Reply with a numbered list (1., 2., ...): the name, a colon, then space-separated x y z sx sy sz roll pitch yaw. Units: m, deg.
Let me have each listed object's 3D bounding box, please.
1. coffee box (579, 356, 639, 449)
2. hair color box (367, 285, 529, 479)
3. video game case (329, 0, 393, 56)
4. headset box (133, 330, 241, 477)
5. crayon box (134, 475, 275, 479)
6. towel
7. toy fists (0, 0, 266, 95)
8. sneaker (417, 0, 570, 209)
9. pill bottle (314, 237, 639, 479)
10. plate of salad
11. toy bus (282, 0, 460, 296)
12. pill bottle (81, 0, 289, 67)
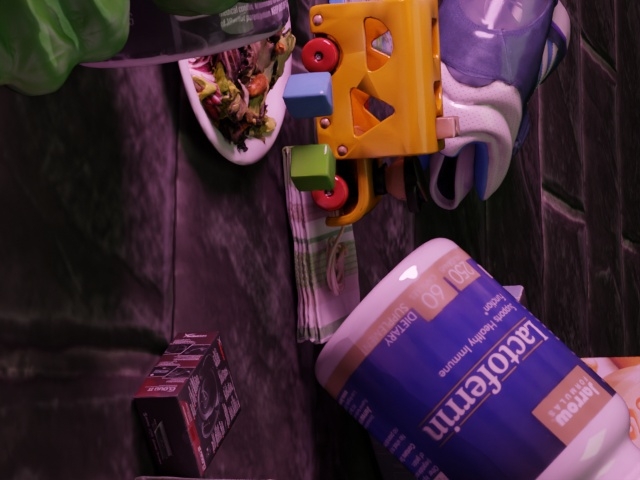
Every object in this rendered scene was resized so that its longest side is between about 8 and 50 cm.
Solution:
1. coffee box: 0.300 0.177 1.393 0.098 0.247 0.141 64 30 -45
2. hair color box: 0.153 0.246 1.503 0.185 0.114 0.374 -65 146 -51
3. video game case: 0.042 -0.223 1.417 0.166 0.015 0.119 6 81 -68
4. headset box: -0.083 0.104 1.025 0.083 0.032 0.062 -58 139 -55
5. crayon box: -0.009 0.327 1.085 0.363 0.106 0.313 30 60 -65
6. towel: 0.000 0.000 1.278 0.113 0.023 0.152 -14 98 -71
7. toy fists: -0.105 -0.157 0.779 0.279 0.096 0.142 -27 101 -28
8. sneaker: 0.147 -0.139 1.575 0.323 0.130 0.236 59 53 -80
9. pill bottle: 0.137 0.136 1.242 0.265 0.153 0.153 43 20 10
10. plate of salad: -0.050 -0.152 1.127 0.200 0.048 0.199 -3 90 -70
11. toy bus: 0.049 -0.087 1.220 0.202 0.104 0.191 71 21 -51
12. pill bottle: -0.098 -0.227 0.900 0.130 0.130 0.245 -42 125 -64
